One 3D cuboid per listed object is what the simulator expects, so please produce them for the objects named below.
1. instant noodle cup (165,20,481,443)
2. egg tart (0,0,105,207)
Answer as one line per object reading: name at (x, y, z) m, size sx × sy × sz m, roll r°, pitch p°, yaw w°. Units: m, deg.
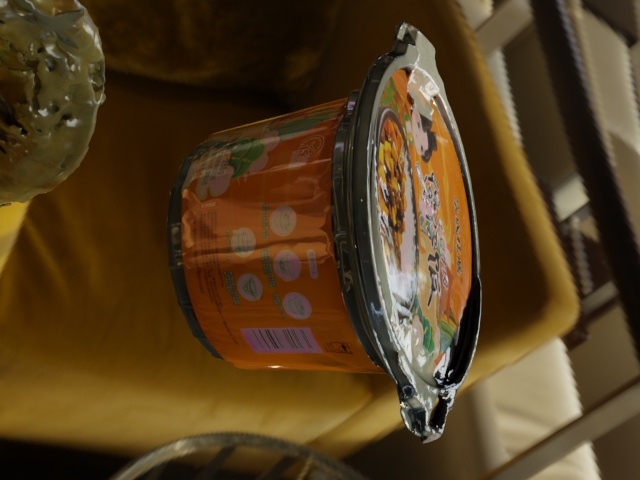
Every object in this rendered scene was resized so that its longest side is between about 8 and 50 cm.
instant noodle cup at (0.000, 0.000, 0.655) m, size 0.177 × 0.126 × 0.208 m, roll 51°, pitch 39°, yaw -51°
egg tart at (-0.222, -0.100, 0.614) m, size 0.232 × 0.252 × 0.098 m, roll 66°, pitch 19°, yaw -52°
